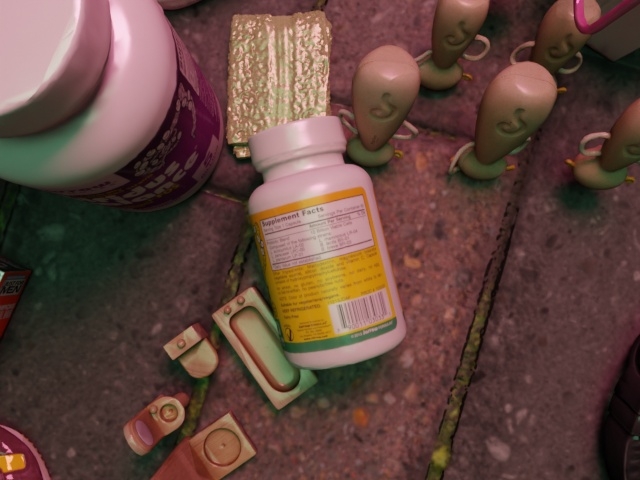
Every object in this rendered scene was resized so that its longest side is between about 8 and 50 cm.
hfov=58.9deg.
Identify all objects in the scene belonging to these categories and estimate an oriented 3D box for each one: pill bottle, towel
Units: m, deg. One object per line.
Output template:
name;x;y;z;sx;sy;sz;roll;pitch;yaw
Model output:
pill bottle;-0.181;-0.115;0.437;0.169;0.301;0.169;0;88;1
pill bottle;0.000;0.000;0.517;0.117;0.117;0.208;-14;92;0
towel;-0.042;-0.157;0.575;0.110;0.027;0.148;-1;89;2

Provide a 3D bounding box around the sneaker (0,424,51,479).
sneaker;-0.296;0.257;0.534;0.069;0.084;0.185;-34;88;-1

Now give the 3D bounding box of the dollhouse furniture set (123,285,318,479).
dollhouse furniture set;-0.088;0.144;0.516;0.151;0.123;0.144;-35;88;-1

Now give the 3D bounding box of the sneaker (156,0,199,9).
sneaker;-0.044;-0.347;0.521;0.350;0.148;0.131;-34;88;-1

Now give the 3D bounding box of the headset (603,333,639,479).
headset;0.412;0.123;0.480;0.243;0.185;0.394;16;99;1

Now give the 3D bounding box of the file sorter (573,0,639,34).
file sorter;0.331;-0.223;0.339;0.290;0.202;0.182;3;91;-1

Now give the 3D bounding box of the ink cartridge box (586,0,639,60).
ink cartridge box;0.326;-0.285;0.514;0.086;0.148;0.203;34;90;-2

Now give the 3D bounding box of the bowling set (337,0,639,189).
bowling set;0.172;-0.160;0.534;0.287;0.154;0.200;13;70;3

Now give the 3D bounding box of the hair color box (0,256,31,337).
hair color box;-0.371;0.088;0.558;0.093;0.053;0.167;25;90;3
